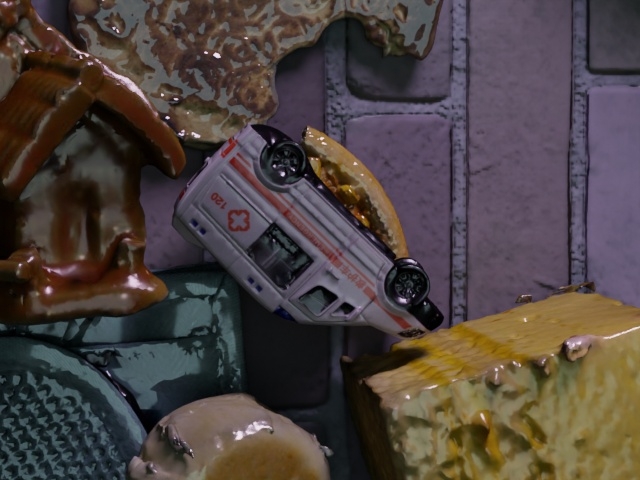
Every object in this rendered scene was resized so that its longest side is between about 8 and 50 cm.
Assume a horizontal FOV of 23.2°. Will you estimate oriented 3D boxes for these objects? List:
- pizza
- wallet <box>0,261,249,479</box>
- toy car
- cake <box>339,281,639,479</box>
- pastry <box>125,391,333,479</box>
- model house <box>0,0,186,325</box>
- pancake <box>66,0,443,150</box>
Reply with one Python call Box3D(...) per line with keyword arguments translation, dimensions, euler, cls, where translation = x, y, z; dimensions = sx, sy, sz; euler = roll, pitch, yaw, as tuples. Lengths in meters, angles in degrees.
Box3D(translation=(0.000, 0.000, 1.216), dimensions=(0.131, 0.041, 0.178), euler=(-15, 96, -6), cls="pizza")
Box3D(translation=(-0.164, 0.198, 1.190), dimensions=(0.237, 0.075, 0.342), euler=(-6, 96, -7), cls="wallet")
Box3D(translation=(-0.008, 0.012, 1.149), dimensions=(0.209, 0.089, 0.108), euler=(44, 91, -2), cls="toy car")
Box3D(translation=(0.186, 0.159, 1.165), dimensions=(0.286, 0.227, 0.222), euler=(-17, 98, -6), cls="cake")
Box3D(translation=(-0.063, 0.191, 1.134), dimensions=(0.165, 0.088, 0.166), euler=(-1, 93, -25), cls="pastry")
Box3D(translation=(-0.223, -0.066, 1.105), dimensions=(0.219, 0.199, 0.229), euler=(-8, 100, -21), cls="model house")
Box3D(translation=(-0.045, -0.201, 1.200), dimensions=(0.286, 0.033, 0.288), euler=(22, 91, -11), cls="pancake")
